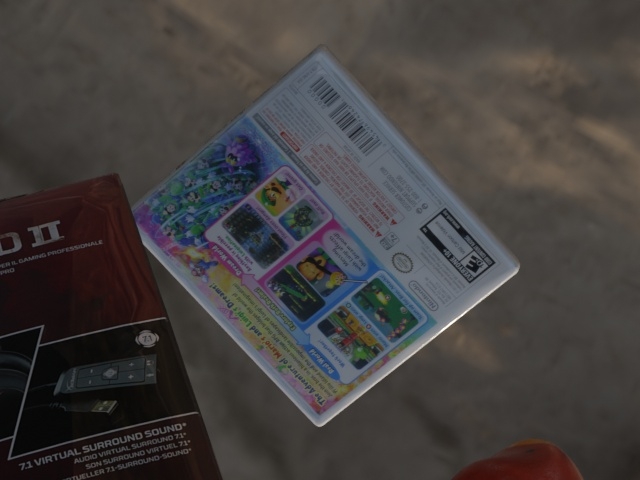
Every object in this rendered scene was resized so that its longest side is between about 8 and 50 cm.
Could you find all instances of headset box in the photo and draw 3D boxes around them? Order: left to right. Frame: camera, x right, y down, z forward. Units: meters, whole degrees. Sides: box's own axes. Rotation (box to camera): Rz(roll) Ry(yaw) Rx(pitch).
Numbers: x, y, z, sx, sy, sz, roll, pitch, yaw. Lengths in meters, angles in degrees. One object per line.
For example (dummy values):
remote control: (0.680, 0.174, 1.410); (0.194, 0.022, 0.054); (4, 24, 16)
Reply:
headset box: (-0.082, 0.137, 0.689); (0.110, 0.293, 0.218); (-15, 136, -9)

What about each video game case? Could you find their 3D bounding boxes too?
video game case: (0.000, 0.000, 1.012); (0.143, 0.019, 0.157); (-39, 102, 17)

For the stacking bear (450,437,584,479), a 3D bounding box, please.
stacking bear: (0.200, 0.232, 1.339); (0.289, 0.164, 0.175); (30, 157, -29)
